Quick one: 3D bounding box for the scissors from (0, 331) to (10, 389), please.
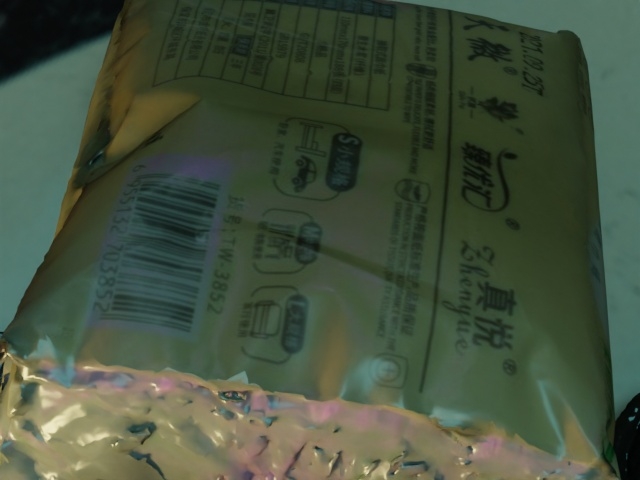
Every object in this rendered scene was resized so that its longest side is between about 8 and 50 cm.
[{"bbox_3d":[-0.107,0.058,0.649,0.113,0.012,0.039,15,72,0],"label":"scissors"}]

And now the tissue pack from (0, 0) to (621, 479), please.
[{"bbox_3d":[0.000,0.000,0.575,0.215,0.123,0.256,10,43,-2],"label":"tissue pack"}]

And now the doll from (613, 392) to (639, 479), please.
[{"bbox_3d":[0.184,0.122,0.635,0.139,0.057,0.165,11,68,2],"label":"doll"}]
